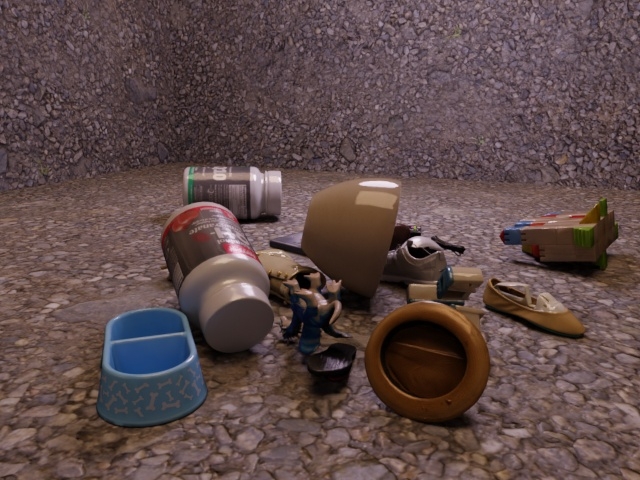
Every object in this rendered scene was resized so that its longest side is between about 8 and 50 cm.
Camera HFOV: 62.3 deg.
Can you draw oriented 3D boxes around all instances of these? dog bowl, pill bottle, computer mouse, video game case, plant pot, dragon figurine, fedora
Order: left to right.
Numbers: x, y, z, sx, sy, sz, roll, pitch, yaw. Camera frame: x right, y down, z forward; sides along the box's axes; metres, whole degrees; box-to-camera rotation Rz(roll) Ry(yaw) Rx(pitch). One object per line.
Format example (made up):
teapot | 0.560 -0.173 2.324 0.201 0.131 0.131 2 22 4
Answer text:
dog bowl | -0.283 0.192 0.877 0.166 0.074 0.297 -5 15 -19
pill bottle | -0.205 0.070 1.057 0.176 0.176 0.318 -6 35 -25
pill bottle | -0.332 -0.180 2.025 0.361 0.204 0.204 -1 15 -7
dragon figurine | -0.002 0.142 0.915 0.085 0.144 0.289 -16 12 -23
video game case | 0.000 0.000 1.712 0.196 0.026 0.274 13 18 38
plant pot | 0.061 -0.024 1.237 0.191 0.284 0.284 14 16 2
fedora | 0.168 0.191 0.825 0.194 0.194 0.079 9 -19 30
computer mouse | 0.301 0.012 1.443 0.193 0.042 0.106 -2 24 -41

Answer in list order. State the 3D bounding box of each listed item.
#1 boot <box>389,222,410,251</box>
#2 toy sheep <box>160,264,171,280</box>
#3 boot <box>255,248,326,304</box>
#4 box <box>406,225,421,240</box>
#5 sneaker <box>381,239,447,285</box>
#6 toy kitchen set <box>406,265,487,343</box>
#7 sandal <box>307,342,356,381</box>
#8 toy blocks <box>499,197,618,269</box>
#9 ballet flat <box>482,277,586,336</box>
boot | 0.169 -0.004 1.500 0.248 0.090 0.207 -17 -5 -12
toy sheep | -0.353 0.062 1.352 0.091 0.091 0.132 4 29 12
boot | -0.140 0.091 1.237 0.262 0.095 0.203 -6 18 -34
box | 0.297 -0.015 1.728 0.062 0.052 0.083 4 16 10
sneaker | 0.219 0.049 1.353 0.105 0.115 0.281 -12 17 -40
toy kitchen set | 0.249 0.153 1.079 0.122 0.166 0.207 2 -22 3
sandal | 0.025 0.212 0.903 0.067 0.040 0.179 11 3 16
toy blocks | 0.710 -0.018 1.585 0.261 0.190 0.381 -2 11 39
ballet flat | 0.448 0.136 1.128 0.080 0.073 0.232 -12 20 -39
